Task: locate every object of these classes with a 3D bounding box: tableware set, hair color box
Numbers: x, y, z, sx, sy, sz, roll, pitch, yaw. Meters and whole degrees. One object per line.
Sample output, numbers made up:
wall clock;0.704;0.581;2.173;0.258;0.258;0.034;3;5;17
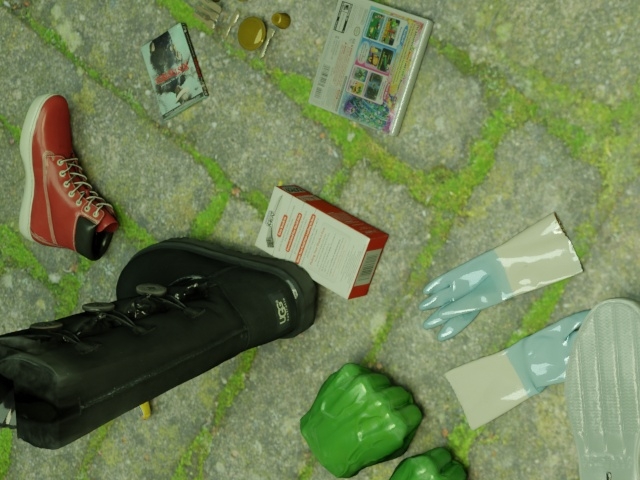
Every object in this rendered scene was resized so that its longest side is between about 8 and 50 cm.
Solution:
tableware set;-0.107;-0.329;1.686;0.154;0.024;0.104;34;107;29
hair color box;0.000;0.000;1.612;0.167;0.053;0.093;30;110;27

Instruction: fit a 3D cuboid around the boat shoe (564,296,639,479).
boat shoe;0.343;0.212;1.370;0.109;0.094;0.302;3;96;31

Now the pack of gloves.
pack of gloves;0.228;0.105;1.471;0.232;0.046;0.195;-32;74;31

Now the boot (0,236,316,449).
boot;-0.279;0.124;1.546;0.367;0.445;0.146;-2;105;42

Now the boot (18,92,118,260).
boot;-0.374;-0.098;1.839;0.176;0.088;0.244;16;109;32

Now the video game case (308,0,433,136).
video game case;0.064;-0.233;1.578;0.143;0.019;0.157;25;105;30

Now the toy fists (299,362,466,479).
toy fists;0.097;0.284;1.541;0.279;0.096;0.142;54;128;17

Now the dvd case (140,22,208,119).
dvd case;-0.216;-0.249;1.765;0.087;0.013;0.119;-24;80;32

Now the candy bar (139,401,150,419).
candy bar;-0.279;0.195;1.800;0.018;0.040;0.161;-14;102;-9
